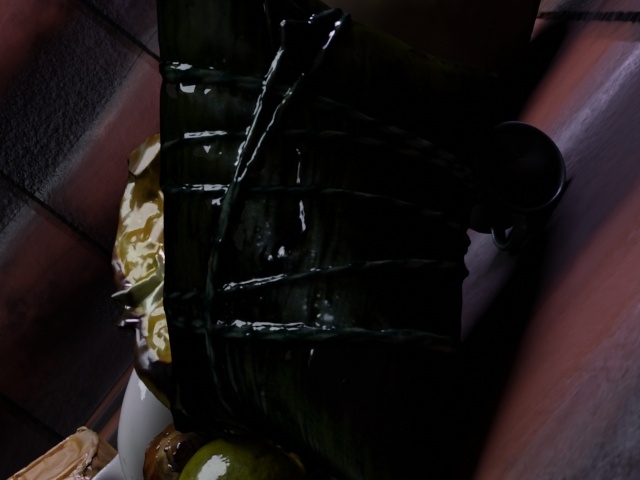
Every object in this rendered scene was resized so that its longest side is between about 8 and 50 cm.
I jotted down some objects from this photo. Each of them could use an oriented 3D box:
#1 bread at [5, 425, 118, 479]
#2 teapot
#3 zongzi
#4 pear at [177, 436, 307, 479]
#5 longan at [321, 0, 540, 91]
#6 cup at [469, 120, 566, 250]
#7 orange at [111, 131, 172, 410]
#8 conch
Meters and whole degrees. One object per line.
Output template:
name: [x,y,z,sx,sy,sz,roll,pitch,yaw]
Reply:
bread: [-0.338,0.361,1.660,0.240,0.139,0.240,-25,22,11]
teapot: [-0.160,0.195,1.353,0.300,0.165,0.208,-62,-9,-20]
zongzi: [0.017,0.024,0.877,0.362,0.319,0.383,29,105,56]
pear: [-0.066,0.212,1.053,0.131,0.107,0.107,-41,10,10]
longan: [0.032,-0.242,1.475,0.436,0.404,0.404,-56,9,-31]
cup: [0.150,-0.037,1.047,0.077,0.078,0.100,133,141,-65]
orange: [-0.045,0.029,1.220,0.271,0.210,0.369,-42,40,16]
conch: [-0.120,0.208,1.186,0.086,0.080,0.233,-46,-5,1]
